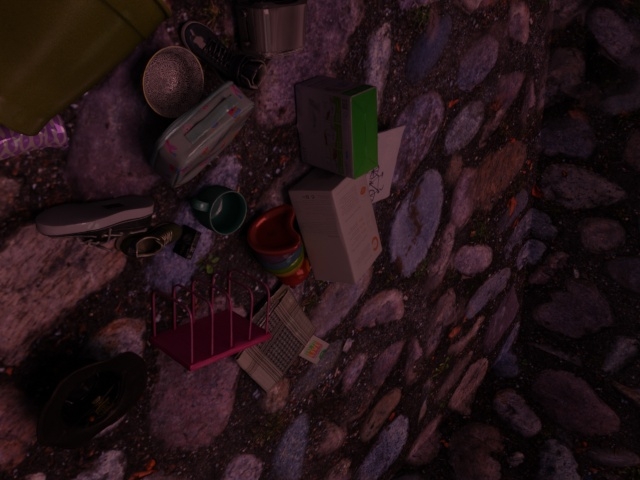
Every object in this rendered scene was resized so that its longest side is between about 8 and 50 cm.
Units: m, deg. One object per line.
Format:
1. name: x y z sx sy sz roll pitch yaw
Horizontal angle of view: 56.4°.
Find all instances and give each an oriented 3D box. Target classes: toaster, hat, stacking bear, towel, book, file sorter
1. toaster: -0.124 -0.580 1.606 0.227 0.129 0.146 -29 132 -41
2. hat: -0.602 0.373 1.520 0.331 0.134 0.331 -40 153 -25
3. stacking bear: -0.116 0.047 1.911 0.164 0.175 0.289 -17 145 4
4. towel: -0.158 0.341 2.076 0.312 0.056 0.324 -50 136 -20
5. book: -0.031 0.414 2.293 0.096 0.035 0.144 -58 143 -6
6. file sorter: -0.313 0.210 1.721 0.291 0.202 0.182 -16 118 -45

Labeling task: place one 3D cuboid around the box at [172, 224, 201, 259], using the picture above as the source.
1. box: -0.370 0.005 1.657 0.018 0.067 0.083 21 93 -52

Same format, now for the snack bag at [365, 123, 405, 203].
1. snack bag: 0.175 -0.238 2.157 0.343 0.037 0.323 -24 135 -40

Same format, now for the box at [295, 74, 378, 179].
1. box: 0.048 -0.350 1.836 0.127 0.231 0.261 -31 129 -36

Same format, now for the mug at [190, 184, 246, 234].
1. mug: -0.293 -0.099 1.671 0.129 0.097 0.157 -50 138 -20

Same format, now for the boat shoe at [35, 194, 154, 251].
1. boat shoe: -0.530 -0.034 1.420 0.306 0.113 0.104 -26 134 -59

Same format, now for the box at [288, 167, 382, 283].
1. box: 0.058 -0.061 1.972 0.215 0.168 0.345 -47 130 -45

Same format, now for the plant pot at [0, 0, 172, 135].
1. plant pot: -0.529 -0.397 1.085 0.353 0.366 0.366 -52 141 1

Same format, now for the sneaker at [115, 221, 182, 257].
1. sneaker: -0.432 0.006 1.570 0.192 0.086 0.064 -18 122 -44

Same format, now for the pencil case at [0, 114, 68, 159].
1. pencil case: -0.631 -0.207 1.229 0.206 0.086 0.088 -29 115 -38

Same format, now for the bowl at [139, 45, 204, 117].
1. bowl: -0.374 -0.388 1.444 0.170 0.080 0.170 -25 127 -39

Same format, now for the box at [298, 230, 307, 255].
1. box: 0.000 0.000 2.112 0.207 0.036 0.114 7 103 -51

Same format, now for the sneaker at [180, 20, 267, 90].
1. sneaker: -0.234 -0.464 1.506 0.226 0.163 0.086 38 80 -50

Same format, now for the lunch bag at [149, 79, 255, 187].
1. lunch bag: -0.294 -0.271 1.487 0.108 0.224 0.279 43 67 -4
